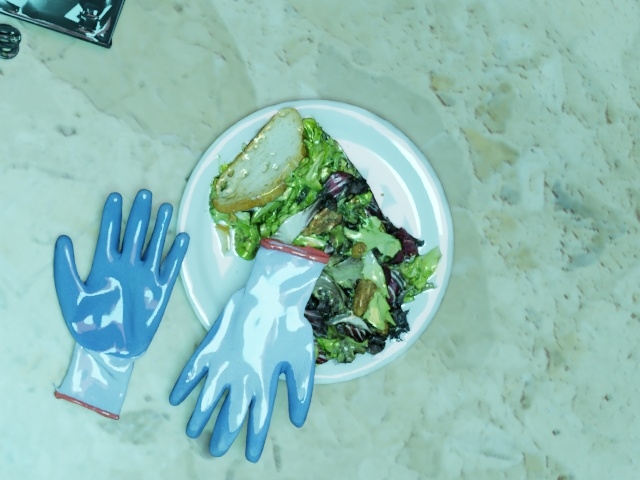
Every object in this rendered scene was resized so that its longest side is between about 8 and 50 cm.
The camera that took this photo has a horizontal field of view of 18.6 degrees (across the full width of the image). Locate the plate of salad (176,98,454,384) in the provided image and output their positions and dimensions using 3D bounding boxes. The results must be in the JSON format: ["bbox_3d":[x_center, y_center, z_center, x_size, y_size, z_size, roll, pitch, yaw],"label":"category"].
[{"bbox_3d":[0.000,0.000,1.351,0.200,0.048,0.199,1,86,-14],"label":"plate of salad"}]

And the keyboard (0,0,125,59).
[{"bbox_3d":[-0.219,-0.180,1.311,0.180,0.023,0.108,17,100,-16],"label":"keyboard"}]

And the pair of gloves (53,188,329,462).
[{"bbox_3d":[-0.093,0.057,1.321,0.198,0.023,0.159,18,91,2],"label":"pair of gloves"}]
